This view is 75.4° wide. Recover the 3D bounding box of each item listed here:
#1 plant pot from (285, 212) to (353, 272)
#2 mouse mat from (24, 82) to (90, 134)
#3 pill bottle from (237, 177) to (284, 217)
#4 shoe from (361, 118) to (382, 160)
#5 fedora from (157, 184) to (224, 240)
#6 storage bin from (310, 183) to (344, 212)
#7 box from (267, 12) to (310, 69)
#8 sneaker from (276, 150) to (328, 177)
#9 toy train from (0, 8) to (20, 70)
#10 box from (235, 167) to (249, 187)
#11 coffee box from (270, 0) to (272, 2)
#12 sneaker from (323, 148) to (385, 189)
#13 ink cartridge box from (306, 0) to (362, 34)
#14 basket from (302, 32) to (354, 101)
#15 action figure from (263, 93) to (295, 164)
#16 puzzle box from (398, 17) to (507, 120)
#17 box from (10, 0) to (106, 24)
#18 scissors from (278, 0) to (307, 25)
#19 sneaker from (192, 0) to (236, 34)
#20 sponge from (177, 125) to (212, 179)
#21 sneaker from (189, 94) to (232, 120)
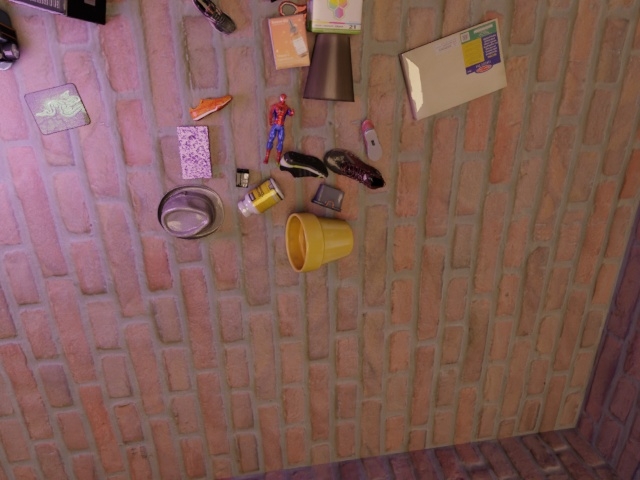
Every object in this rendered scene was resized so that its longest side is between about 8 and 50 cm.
[{"bbox_3d":[0.000,0.000,1.786,0.238,0.254,0.254,-6,114,-24],"label":"plant pot"},{"bbox_3d":[-0.980,-0.488,1.545,0.189,0.007,0.153,-16,113,-3],"label":"mouse mat"},{"bbox_3d":[-0.250,-0.174,1.736,0.184,0.103,0.103,-32,113,4],"label":"pill bottle"},{"bbox_3d":[0.216,-0.420,1.737,0.063,0.081,0.178,-14,143,10],"label":"shoe"},{"bbox_3d":[-0.541,-0.098,1.709,0.275,0.124,0.244,-2,113,-8],"label":"fedora"},{"bbox_3d":[0.039,-0.185,1.790,0.135,0.098,0.091,17,98,-15],"label":"storage bin"},{"bbox_3d":[-0.116,-0.733,1.525,0.129,0.091,0.171,-10,122,-3],"label":"box"},{"bbox_3d":[-0.076,-0.302,1.720,0.234,0.084,0.097,15,140,-35],"label":"sneaker"},{"bbox_3d":[-1.190,-0.672,1.375,0.333,0.142,0.191,-3,100,-6],"label":"toy train"},{"bbox_3d":[-0.321,-0.257,1.702,0.052,0.083,0.062,3,111,-12],"label":"box"},{"bbox_3d":[-0.168,-0.982,1.425,0.141,0.098,0.247,-29,113,3],"label":"coffee box"},{"bbox_3d":[0.155,-0.291,1.722,0.281,0.162,0.107,18,108,-16],"label":"sneaker"},{"bbox_3d":[0.052,-0.885,1.484,0.188,0.097,0.256,-4,118,-13],"label":"ink cartridge box"},{"bbox_3d":[0.041,-0.650,1.570,0.204,0.154,0.227,3,108,-5],"label":"basket"},{"bbox_3d":[-0.164,-0.432,1.633,0.091,0.139,0.281,7,108,-13],"label":"action figure"},{"bbox_3d":[0.543,-0.690,1.684,0.408,0.052,0.272,-20,113,-1],"label":"puzzle box"},{"bbox_3d":[-0.866,-0.802,1.253,0.312,0.343,0.179,9,112,-13],"label":"box"},{"bbox_3d":[-0.016,-0.864,1.545,0.296,0.021,0.109,-19,113,-3],"label":"scissors"},{"bbox_3d":[-0.385,-0.805,1.474,0.178,0.077,0.072,32,105,-20],"label":"sneaker"},{"bbox_3d":[-0.503,-0.352,1.663,0.117,0.031,0.210,-3,112,-8],"label":"sponge"},{"bbox_3d":[-0.422,-0.523,1.592,0.175,0.064,0.068,-25,104,-1],"label":"sneaker"}]
